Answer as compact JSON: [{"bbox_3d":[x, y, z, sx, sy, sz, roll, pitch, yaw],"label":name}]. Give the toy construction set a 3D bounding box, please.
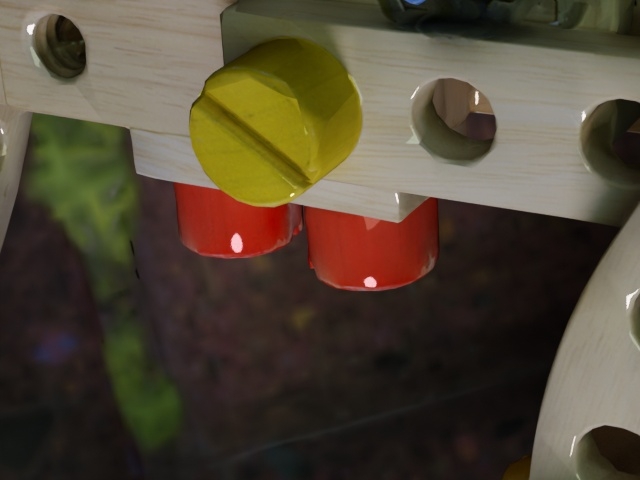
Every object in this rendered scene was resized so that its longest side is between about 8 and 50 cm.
[{"bbox_3d":[0.000,0.000,0.373,0.327,0.151,0.215,3,117,14],"label":"toy construction set"}]
